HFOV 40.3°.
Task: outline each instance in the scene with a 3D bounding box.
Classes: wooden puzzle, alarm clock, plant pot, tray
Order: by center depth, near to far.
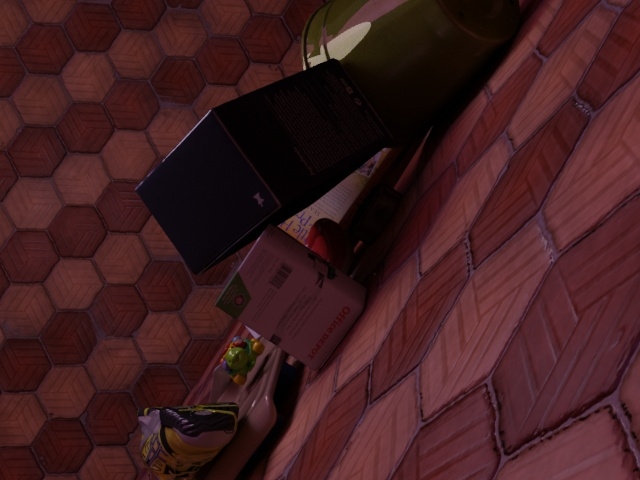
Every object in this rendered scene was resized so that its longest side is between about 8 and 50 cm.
[{"bbox_3d":[-0.144,0.357,1.702,0.322,0.080,0.348,-56,11,19],"label":"wooden puzzle"},{"bbox_3d":[0.207,-0.428,1.795,0.353,0.366,0.366,-31,25,52],"label":"plant pot"},{"bbox_3d":[0.113,-0.058,1.806,0.129,0.064,0.192,-58,9,-1],"label":"alarm clock"},{"bbox_3d":[-0.186,0.324,1.963,0.145,0.030,0.270,-36,-23,-32],"label":"tray"}]

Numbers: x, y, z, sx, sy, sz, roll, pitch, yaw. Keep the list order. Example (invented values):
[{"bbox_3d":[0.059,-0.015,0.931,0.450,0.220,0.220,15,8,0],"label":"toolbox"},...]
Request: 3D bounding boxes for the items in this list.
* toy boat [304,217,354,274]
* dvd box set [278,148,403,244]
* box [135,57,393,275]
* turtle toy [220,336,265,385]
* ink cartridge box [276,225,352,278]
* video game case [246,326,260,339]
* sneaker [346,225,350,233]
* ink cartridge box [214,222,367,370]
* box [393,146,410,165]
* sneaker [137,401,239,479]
[{"bbox_3d":[-0.039,0.052,1.871,0.231,0.151,0.151,-57,31,3],"label":"toy boat"},{"bbox_3d":[-0.004,-0.189,2.048,0.420,0.308,0.062,-55,-24,-2],"label":"dvd box set"},{"bbox_3d":[-0.103,-0.149,1.697,0.293,0.212,0.395,-36,-1,42],"label":"box"},{"bbox_3d":[-0.159,0.231,1.718,0.095,0.066,0.130,-60,10,-6],"label":"turtle toy"},{"bbox_3d":[-0.033,0.068,1.705,0.082,0.191,0.139,-55,7,10],"label":"ink cartridge box"},{"bbox_3d":[-0.088,0.145,2.007,0.201,0.023,0.183,-50,38,2],"label":"video game case"},{"bbox_3d":[0.000,0.000,2.171,0.169,0.108,0.292,-44,15,52],"label":"sneaker"},{"bbox_3d":[-0.049,0.101,1.548,0.160,0.219,0.092,-54,4,20],"label":"ink cartridge box"},{"bbox_3d":[0.202,-0.226,2.128,0.083,0.018,0.067,-55,7,22],"label":"box"},{"bbox_3d":[-0.240,0.376,1.608,0.385,0.145,0.147,152,117,-66],"label":"sneaker"}]
